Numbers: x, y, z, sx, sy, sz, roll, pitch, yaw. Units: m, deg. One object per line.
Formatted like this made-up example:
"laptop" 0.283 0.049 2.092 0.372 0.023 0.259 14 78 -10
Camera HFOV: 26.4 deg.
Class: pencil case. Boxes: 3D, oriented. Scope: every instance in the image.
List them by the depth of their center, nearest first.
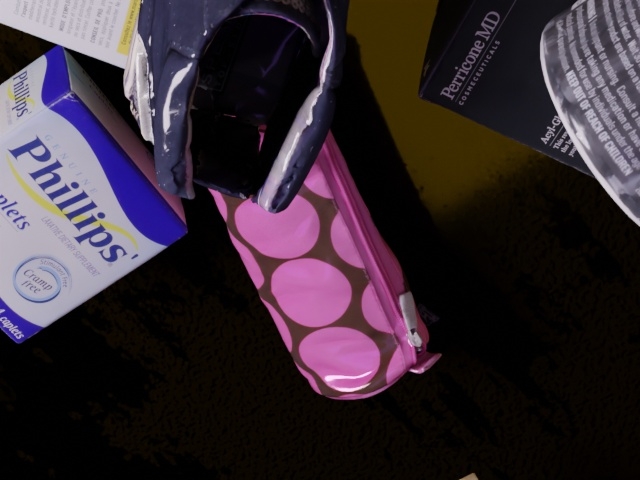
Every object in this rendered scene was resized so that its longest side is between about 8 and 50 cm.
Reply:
"pencil case" 0.000 0.000 0.862 0.098 0.095 0.209 11 138 49

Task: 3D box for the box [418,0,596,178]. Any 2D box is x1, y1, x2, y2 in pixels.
"box" 0.190 -0.158 0.704 0.184 0.103 0.261 23 126 -9

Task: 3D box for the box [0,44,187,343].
"box" -0.176 -0.028 0.855 0.137 0.072 0.126 -34 123 6

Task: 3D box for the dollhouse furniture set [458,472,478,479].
"dollhouse furniture set" 0.169 0.203 0.987 0.161 0.101 0.181 -26 118 -1

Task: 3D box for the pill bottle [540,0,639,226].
"pill bottle" 0.229 -0.107 0.591 0.246 0.130 0.130 -33 112 29

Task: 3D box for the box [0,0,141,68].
"box" -0.200 -0.191 0.789 0.244 0.060 0.100 21 125 -3

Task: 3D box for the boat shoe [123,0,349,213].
"boat shoe" -0.012 -0.174 0.664 0.127 0.158 0.340 7 116 -17
